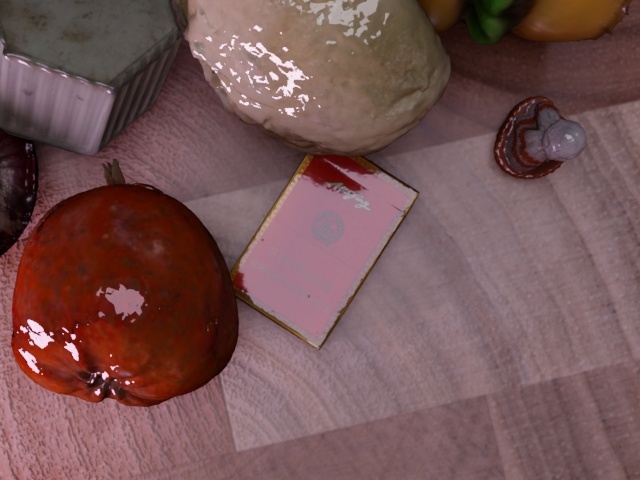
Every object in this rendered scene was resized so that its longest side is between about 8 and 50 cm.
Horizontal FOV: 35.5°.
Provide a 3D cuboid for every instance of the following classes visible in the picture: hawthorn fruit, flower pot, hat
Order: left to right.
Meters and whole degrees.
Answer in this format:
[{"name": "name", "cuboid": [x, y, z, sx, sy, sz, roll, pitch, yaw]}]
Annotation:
[{"name": "flower pot", "cuboid": [-0.292, -0.243, 1.197, 0.209, 0.189, 0.239, -12, 75, -23]}, {"name": "hawthorn fruit", "cuboid": [-0.236, 0.040, 1.192, 0.276, 0.276, 0.308, -3, 70, -1]}, {"name": "hat", "cuboid": [0.281, -0.129, 1.247, 0.093, 0.162, 0.112, 27, 90, -2]}]

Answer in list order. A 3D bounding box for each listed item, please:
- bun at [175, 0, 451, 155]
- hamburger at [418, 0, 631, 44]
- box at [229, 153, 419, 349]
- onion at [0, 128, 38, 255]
[{"name": "bun", "cuboid": [-0.027, -0.236, 1.150, 0.227, 0.349, 0.352, -42, 78, -5]}, {"name": "hamburger", "cuboid": [0.209, -0.413, 1.144, 0.277, 0.396, 0.396, 5, 86, -4]}, {"name": "box", "cuboid": [0.000, 0.000, 1.283, 0.153, 0.074, 0.240, 33, 88, 5]}, {"name": "onion", "cuboid": [-0.493, -0.085, 1.222, 0.195, 0.272, 0.272, -17, 86, 40]}]
